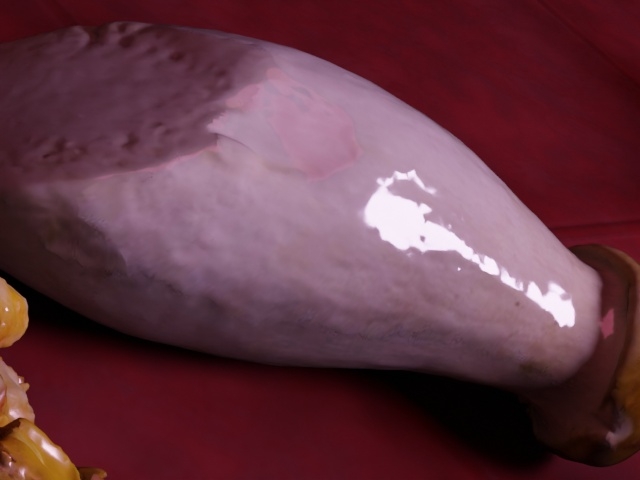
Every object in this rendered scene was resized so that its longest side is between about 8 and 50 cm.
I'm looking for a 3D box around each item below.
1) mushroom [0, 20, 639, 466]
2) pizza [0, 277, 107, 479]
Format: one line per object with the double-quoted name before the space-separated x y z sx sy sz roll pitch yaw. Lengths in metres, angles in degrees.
"mushroom" 0.000 0.000 0.693 0.350 0.128 0.128 22 28 -25
"pizza" -0.112 0.052 0.494 0.161 0.062 0.182 61 6 23
